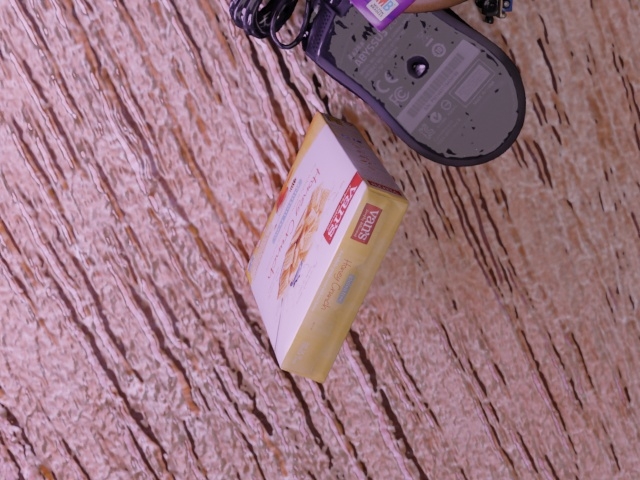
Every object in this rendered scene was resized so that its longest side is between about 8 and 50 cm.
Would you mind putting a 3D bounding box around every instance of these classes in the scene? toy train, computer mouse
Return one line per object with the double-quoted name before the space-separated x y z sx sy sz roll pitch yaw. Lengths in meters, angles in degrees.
"toy train" 0.163 -0.272 1.685 0.036 0.027 0.158 -3 108 -20
"computer mouse" 0.072 -0.181 1.682 0.272 0.072 0.188 44 99 -7

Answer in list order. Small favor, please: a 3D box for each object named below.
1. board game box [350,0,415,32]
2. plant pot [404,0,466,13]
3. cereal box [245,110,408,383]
"board game box" 0.103 -0.319 1.493 0.275 0.142 0.144 -42 100 15
"plant pot" 0.075 -0.306 1.591 0.236 0.032 0.236 1 108 5
"cereal box" 0.000 0.000 1.632 0.047 0.240 0.173 21 103 -15
